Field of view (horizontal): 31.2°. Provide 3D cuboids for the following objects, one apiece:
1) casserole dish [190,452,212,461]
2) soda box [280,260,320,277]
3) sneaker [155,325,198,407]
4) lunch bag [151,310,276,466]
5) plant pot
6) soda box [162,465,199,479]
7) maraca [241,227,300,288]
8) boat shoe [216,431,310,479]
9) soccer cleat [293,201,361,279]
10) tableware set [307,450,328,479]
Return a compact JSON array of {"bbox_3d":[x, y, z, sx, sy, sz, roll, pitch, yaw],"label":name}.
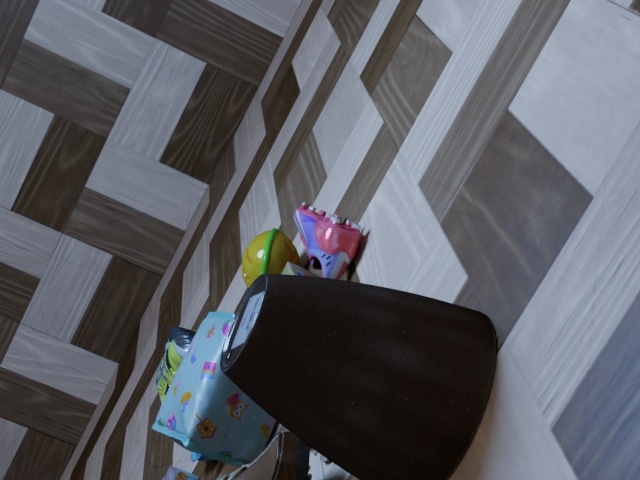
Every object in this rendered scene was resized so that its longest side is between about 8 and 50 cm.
[{"bbox_3d":[-0.171,0.303,1.992,0.188,0.037,0.114,-65,14,3],"label":"casserole dish"},{"bbox_3d":[-0.027,0.092,1.761,0.058,0.061,0.181,-62,14,9],"label":"soda box"},{"bbox_3d":[-0.232,0.250,2.148,0.385,0.145,0.147,127,157,-75],"label":"sneaker"},{"bbox_3d":[-0.156,0.230,1.812,0.262,0.160,0.223,-3,64,68],"label":"lunch bag"},{"bbox_3d":[0.024,0.126,1.169,0.215,0.230,0.215,-58,16,26],"label":"plant pot"},{"bbox_3d":[-0.250,0.470,1.954,0.063,0.058,0.183,-60,14,23],"label":"soda box"},{"bbox_3d":[-0.085,0.053,1.985,0.186,0.099,0.127,86,-163,-65],"label":"maraca"},{"bbox_3d":[-0.108,0.356,1.431,0.122,0.120,0.324,-85,17,-52],"label":"boat shoe"},{"bbox_3d":[0.000,0.000,1.794,0.248,0.083,0.095,-153,83,-73],"label":"soccer cleat"},{"bbox_3d":[-0.016,0.282,1.489,0.141,0.020,0.168,-67,14,-6],"label":"tableware set"}]
